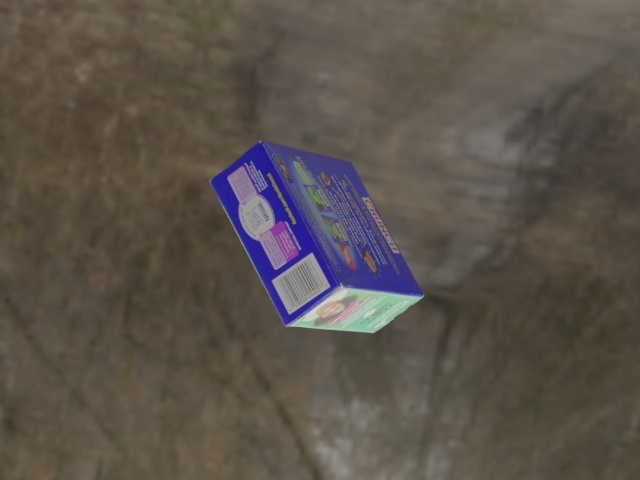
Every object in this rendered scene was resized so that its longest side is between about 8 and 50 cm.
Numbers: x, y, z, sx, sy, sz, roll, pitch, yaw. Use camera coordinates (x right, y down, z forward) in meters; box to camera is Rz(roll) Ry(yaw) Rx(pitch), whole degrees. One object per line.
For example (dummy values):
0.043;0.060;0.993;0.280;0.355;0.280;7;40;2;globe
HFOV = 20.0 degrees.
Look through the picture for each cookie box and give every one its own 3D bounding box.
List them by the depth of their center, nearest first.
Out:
0.000;0.000;0.960;0.040;0.092;0.107;-35;161;20;cookie box
